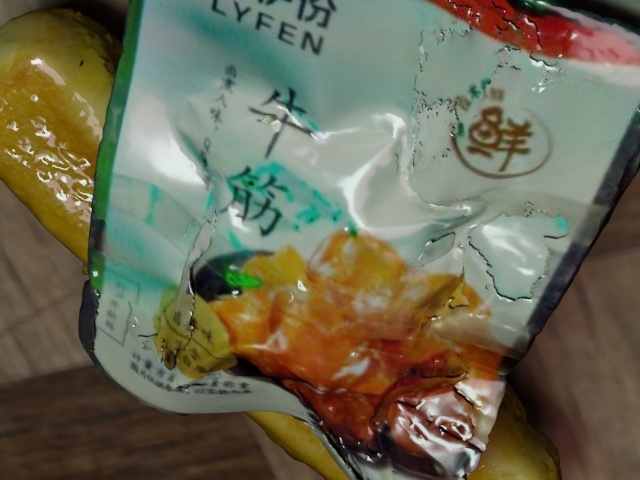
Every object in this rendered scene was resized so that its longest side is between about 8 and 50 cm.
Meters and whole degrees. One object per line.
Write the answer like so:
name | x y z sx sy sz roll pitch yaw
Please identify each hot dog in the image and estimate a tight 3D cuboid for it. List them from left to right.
hot dog | -0.017 0.021 0.600 0.088 0.061 0.286 -32 114 28

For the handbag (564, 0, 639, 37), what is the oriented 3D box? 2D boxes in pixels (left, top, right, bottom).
handbag | 0.102 -0.121 0.443 0.182 0.117 0.270 8 134 7

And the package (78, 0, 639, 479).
package | 0.000 0.000 0.505 0.166 0.040 0.232 26 133 8
